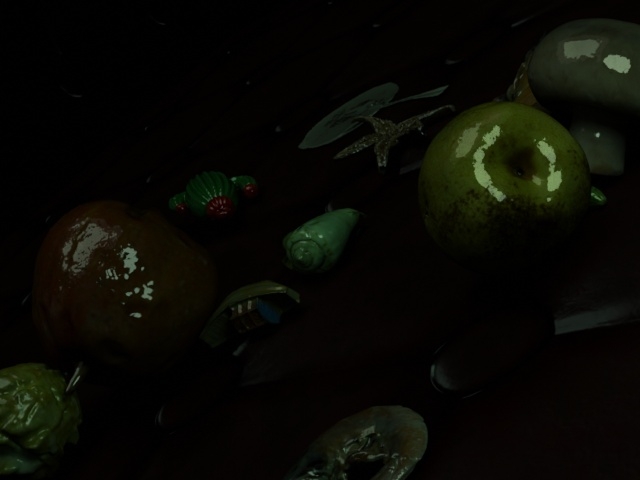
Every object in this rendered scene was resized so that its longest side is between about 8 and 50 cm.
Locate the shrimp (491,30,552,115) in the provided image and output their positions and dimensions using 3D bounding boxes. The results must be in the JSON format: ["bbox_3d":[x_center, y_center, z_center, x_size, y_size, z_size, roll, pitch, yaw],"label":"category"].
[{"bbox_3d":[0.300,-0.221,1.689,0.164,0.062,0.317,-24,24,36],"label":"shrimp"}]

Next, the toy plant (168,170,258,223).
[{"bbox_3d":[-0.195,-0.085,2.151,0.154,0.088,0.240,-29,21,-32],"label":"toy plant"}]

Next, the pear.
[{"bbox_3d":[0.203,-0.055,1.263,0.197,0.197,0.197,-31,19,12],"label":"pear"}]

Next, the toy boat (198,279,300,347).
[{"bbox_3d":[-0.102,0.105,1.577,0.172,0.065,0.066,-26,40,31],"label":"toy boat"}]

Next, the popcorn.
[{"bbox_3d":[-0.441,0.278,1.587,0.198,0.198,0.212,-14,63,46],"label":"popcorn"}]

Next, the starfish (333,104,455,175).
[{"bbox_3d":[0.122,-0.184,1.909,0.213,0.057,0.238,-29,22,-8],"label":"starfish"}]

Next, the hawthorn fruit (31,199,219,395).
[{"bbox_3d":[-0.298,0.100,1.613,0.277,0.277,0.298,-17,38,42],"label":"hawthorn fruit"}]

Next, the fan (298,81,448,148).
[{"bbox_3d":[0.108,-0.265,2.183,0.415,0.012,0.233,-9,32,53],"label":"fan"}]

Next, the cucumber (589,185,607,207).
[{"bbox_3d":[0.282,-0.054,1.350,0.039,0.039,0.168,-45,23,-27],"label":"cucumber"}]

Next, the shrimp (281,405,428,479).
[{"bbox_3d":[0.011,0.240,1.075,0.143,0.052,0.251,-6,33,50],"label":"shrimp"}]

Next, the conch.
[{"bbox_3d":[0.000,0.000,1.649,0.106,0.079,0.170,-13,12,34],"label":"conch"}]

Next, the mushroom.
[{"bbox_3d":[0.344,-0.166,1.342,0.204,0.204,0.204,-31,19,12],"label":"mushroom"}]
